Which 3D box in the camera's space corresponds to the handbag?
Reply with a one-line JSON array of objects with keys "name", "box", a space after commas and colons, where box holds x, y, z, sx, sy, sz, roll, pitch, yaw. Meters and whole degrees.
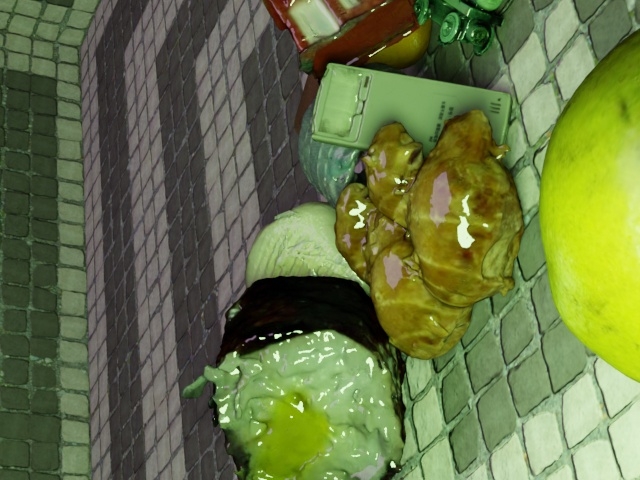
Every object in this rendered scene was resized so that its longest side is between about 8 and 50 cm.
[{"name": "handbag", "box": [0.026, -0.236, 2.332, 0.193, 0.072, 0.151, -142, 64, -65]}]

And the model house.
[{"name": "model house", "box": [0.002, -0.386, 1.959, 0.254, 0.196, 0.160, 59, -176, 21]}]

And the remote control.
[{"name": "remote control", "box": [0.127, -0.175, 1.875, 0.038, 0.285, 0.123, 24, -103, -74]}]

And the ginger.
[{"name": "ginger", "box": [0.153, -0.017, 1.813, 0.274, 0.152, 0.357, 56, 138, 25]}]

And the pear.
[{"name": "pear", "box": [0.373, -0.052, 1.203, 0.413, 0.352, 0.352, -53, 34, 29]}]

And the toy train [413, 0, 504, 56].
[{"name": "toy train", "box": [0.211, -0.359, 1.957, 0.132, 0.083, 0.200, -69, 27, 17]}]

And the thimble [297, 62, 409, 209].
[{"name": "thimble", "box": [0.091, -0.145, 2.009, 0.236, 0.205, 0.172, -48, 34, 1]}]

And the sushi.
[{"name": "sushi", "box": [-0.017, 0.211, 1.913, 0.299, 0.281, 0.294, 63, -168, -13]}]

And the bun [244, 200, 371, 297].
[{"name": "bun", "box": [0.009, 0.065, 2.124, 0.273, 0.168, 0.273, 9, 107, 34]}]

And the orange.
[{"name": "orange", "box": [0.103, -0.348, 2.090, 0.136, 0.159, 0.159, -4, 75, 30]}]
